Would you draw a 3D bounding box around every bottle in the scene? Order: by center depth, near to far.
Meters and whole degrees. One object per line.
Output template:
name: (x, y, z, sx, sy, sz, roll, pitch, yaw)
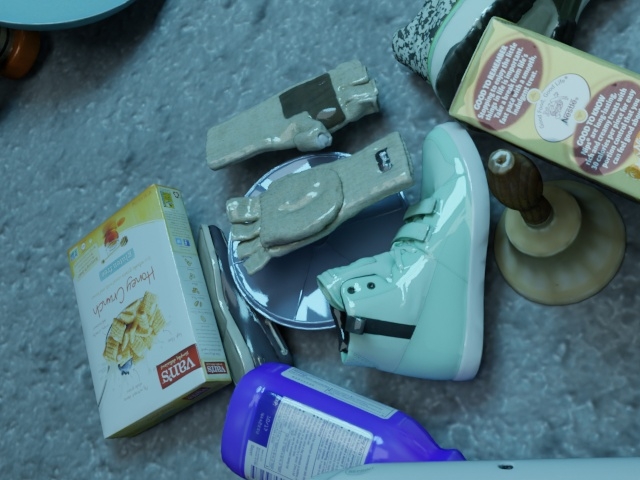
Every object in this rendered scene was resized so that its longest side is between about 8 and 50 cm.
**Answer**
bottle: (0.045, 0.211, 0.805, 0.283, 0.092, 0.118, 18, 106, 23)

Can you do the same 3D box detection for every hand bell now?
hand bell: (0.178, -0.028, 0.732, 0.126, 0.242, 0.126, -7, 73, 24)

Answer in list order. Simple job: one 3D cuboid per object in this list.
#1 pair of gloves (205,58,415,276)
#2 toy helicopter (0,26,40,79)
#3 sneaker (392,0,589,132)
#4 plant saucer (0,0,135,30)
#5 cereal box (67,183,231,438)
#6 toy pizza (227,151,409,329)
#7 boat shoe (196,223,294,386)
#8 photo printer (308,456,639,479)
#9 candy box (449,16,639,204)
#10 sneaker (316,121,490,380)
pair of gloves: (-0.016, -0.086, 0.904, 0.204, 0.042, 0.240, -27, 44, 8)
toy helicopter: (-0.566, -0.272, 1.247, 0.355, 0.140, 0.234, 40, 104, 40)
sneaker: (0.208, -0.312, 0.869, 0.410, 0.158, 0.182, -51, 43, -1)
plant saucer: (-0.353, -0.377, 1.125, 0.318, 0.043, 0.317, 2, 56, -3)
cereal box: (-0.200, 0.081, 0.973, 0.173, 0.047, 0.240, -33, 63, 30)
toy pizza: (0.000, 0.000, 0.917, 0.201, 0.032, 0.201, -5, 68, 12)
boat shoe: (-0.086, 0.068, 0.948, 0.065, 0.075, 0.206, -9, 58, -22)
photo printer: (0.126, 0.298, 0.670, 0.308, 0.107, 0.255, -4, 91, 6)
candy box: (0.274, -0.067, 0.688, 0.317, 0.183, 0.087, 28, 101, 16)
sneaker: (0.075, 0.002, 0.824, 0.151, 0.094, 0.255, 4, 76, -10)
